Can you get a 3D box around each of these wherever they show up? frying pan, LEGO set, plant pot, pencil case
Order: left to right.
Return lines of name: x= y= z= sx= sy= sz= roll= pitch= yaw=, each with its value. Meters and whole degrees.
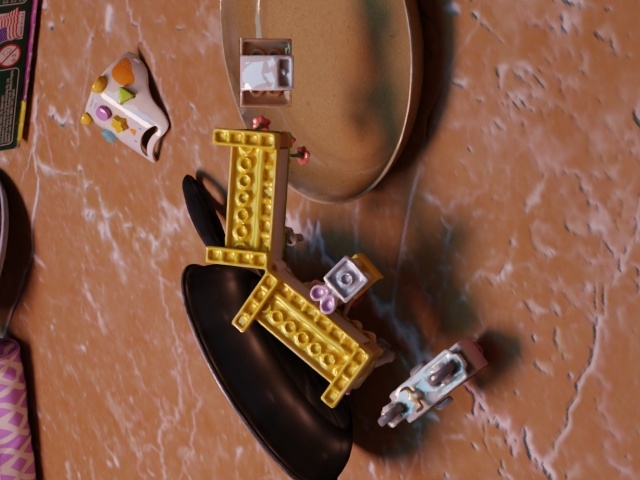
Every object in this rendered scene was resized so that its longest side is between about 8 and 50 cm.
pencil case: x=-0.351 y=0.206 z=1.779 sx=0.088 sy=0.086 sz=0.206 roll=-64 pitch=-31 yaw=-75
frying pan: x=-0.037 y=0.069 z=1.282 sx=0.197 sy=0.053 sz=0.326 roll=53 pitch=-167 yaw=-20
LEGO set: x=0.000 y=0.000 z=1.164 sx=0.132 sy=0.107 sz=0.287 roll=-32 pitch=83 yaw=21
plant pot: x=0.003 y=-0.144 z=1.186 sx=0.236 sy=0.032 sz=0.236 roll=25 pitch=120 yaw=51

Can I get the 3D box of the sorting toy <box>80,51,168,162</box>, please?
sorting toy: x=-0.164 y=-0.106 z=1.449 sx=0.075 sy=0.045 sz=0.083 roll=41 pitch=136 yaw=15

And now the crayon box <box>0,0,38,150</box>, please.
crayon box: x=-0.388 y=-0.314 z=1.640 sx=0.313 sy=0.106 sz=0.363 roll=45 pitch=135 yaw=39

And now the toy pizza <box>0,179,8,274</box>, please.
toy pizza: x=-0.382 y=0.018 z=1.749 sx=0.201 sy=0.032 sz=0.201 roll=-28 pitch=55 yaw=50
